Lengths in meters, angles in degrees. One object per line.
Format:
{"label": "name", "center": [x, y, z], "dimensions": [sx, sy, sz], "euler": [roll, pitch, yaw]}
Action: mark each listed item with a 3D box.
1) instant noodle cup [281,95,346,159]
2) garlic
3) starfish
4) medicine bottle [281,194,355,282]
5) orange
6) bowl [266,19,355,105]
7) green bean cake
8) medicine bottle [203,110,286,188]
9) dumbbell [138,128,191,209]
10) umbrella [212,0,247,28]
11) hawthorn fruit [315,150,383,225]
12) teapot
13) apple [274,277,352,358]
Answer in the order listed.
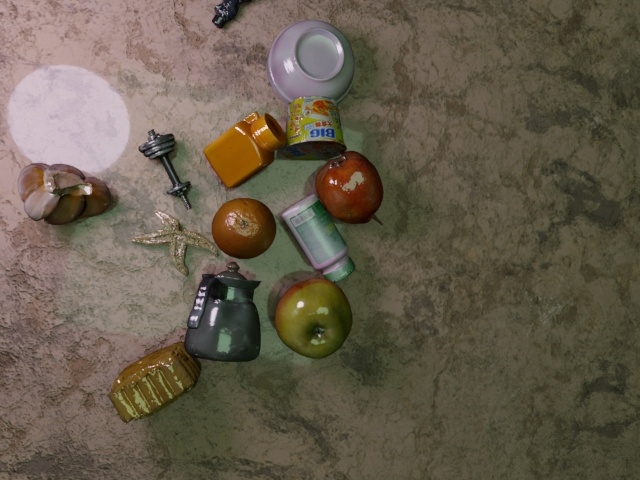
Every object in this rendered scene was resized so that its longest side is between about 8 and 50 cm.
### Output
{"label": "instant noodle cup", "center": [-0.020, -0.346, 1.469], "dimensions": [0.205, 0.205, 0.153], "euler": [1, 82, -13]}
{"label": "garlic", "center": [-0.722, -0.140, 1.332], "dimensions": [0.191, 0.214, 0.160], "euler": [-35, 80, 33]}
{"label": "starfish", "center": [-0.442, 0.015, 1.452], "dimensions": [0.247, 0.050, 0.138], "euler": [35, 86, -8]}
{"label": "medicine bottle", "center": [0.000, 0.000, 1.506], "dimensions": [0.133, 0.133, 0.274], "euler": [-32, 97, -10]}
{"label": "orange", "center": [-0.229, -0.037, 1.421], "dimensions": [0.206, 0.206, 0.206], "euler": [0, 92, -12]}
{"label": "bowl", "center": [-0.019, -0.556, 1.479], "dimensions": [0.287, 0.144, 0.287], "euler": [0, 92, -12]}
{"label": "green bean cake", "center": [-0.476, 0.401, 1.369], "dimensions": [0.229, 0.224, 0.131], "euler": [-28, 97, -7]}
{"label": "medicine bottle", "center": [-0.217, -0.273, 1.414], "dimensions": [0.222, 0.112, 0.149], "euler": [-30, 97, 22]}
{"label": "dumbbell", "center": [-0.451, -0.210, 1.420], "dimensions": [0.110, 0.110, 0.254], "euler": [-26, 104, -11]}
{"label": "umbrella", "center": [-0.254, -0.749, 1.462], "dimensions": [0.224, 0.080, 0.071], "euler": [-56, 136, -2]}
{"label": "hawthorn fruit", "center": [0.109, -0.142, 1.493], "dimensions": [0.210, 0.210, 0.262], "euler": [-39, 113, -9]}
{"label": "teapot", "center": [-0.302, 0.198, 1.387], "dimensions": [0.305, 0.223, 0.285], "euler": [15, 79, -48]}
{"label": "apple", "center": [-0.021, 0.242, 1.459], "dimensions": [0.261, 0.194, 0.261], "euler": [-2, 114, -4]}
